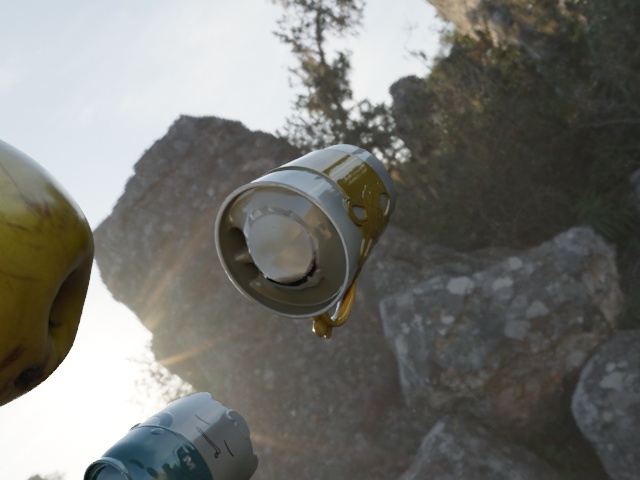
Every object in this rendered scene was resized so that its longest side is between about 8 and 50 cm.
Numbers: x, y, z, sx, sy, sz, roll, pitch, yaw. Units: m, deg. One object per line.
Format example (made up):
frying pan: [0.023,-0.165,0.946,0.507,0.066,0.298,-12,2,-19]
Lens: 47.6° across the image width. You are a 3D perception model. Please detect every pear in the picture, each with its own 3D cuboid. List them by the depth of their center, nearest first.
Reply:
pear: [-0.331,0.025,0.603,0.280,0.281,0.281,-48,-4,-5]

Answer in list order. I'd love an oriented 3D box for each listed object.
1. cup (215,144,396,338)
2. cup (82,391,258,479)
cup: [0.000,0.000,0.959,0.185,0.241,0.226,-3,24,29]
cup: [-0.245,0.443,1.280,0.219,0.289,0.258,-41,-7,25]
